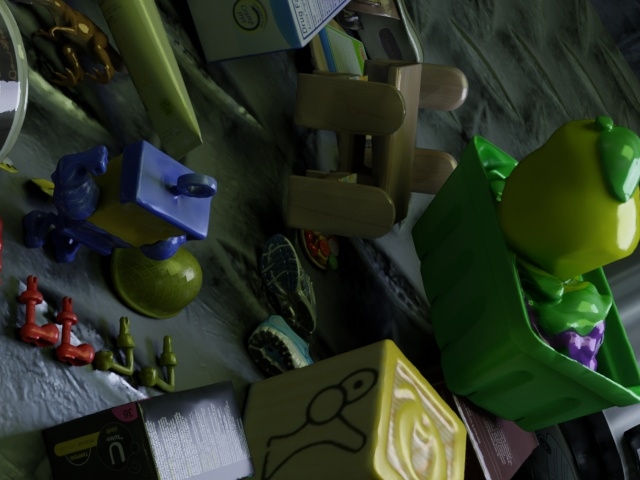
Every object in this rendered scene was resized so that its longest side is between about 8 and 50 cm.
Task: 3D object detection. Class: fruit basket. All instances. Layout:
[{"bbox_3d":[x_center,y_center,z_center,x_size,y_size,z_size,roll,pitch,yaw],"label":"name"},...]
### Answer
[{"bbox_3d":[0.306,0.010,1.658,0.283,0.392,0.392,30,46,-33],"label":"fruit basket"}]

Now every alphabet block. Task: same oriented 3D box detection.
[{"bbox_3d":[0.035,0.259,1.496,0.193,0.197,0.192,49,35,-34],"label":"alphabet block"}]

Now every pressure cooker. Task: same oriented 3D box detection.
[{"bbox_3d":[0.414,0.216,1.980,0.370,0.420,0.375,66,-11,-4],"label":"pressure cooker"}]

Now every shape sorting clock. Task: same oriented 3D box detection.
[{"bbox_3d":[0.036,-0.250,2.000,0.206,0.040,0.206,42,36,-40],"label":"shape sorting clock"}]

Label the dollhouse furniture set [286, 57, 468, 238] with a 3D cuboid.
[{"bbox_3d":[0.146,-0.211,1.756,0.362,0.256,0.394,-28,125,-68],"label":"dollhouse furniture set"}]

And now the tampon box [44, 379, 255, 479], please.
[{"bbox_3d":[-0.162,0.206,1.264,0.161,0.120,0.101,-2,74,-61],"label":"tampon box"}]

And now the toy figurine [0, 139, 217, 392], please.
[{"bbox_3d":[-0.173,0.004,1.278,0.362,0.217,0.191,34,44,-47],"label":"toy figurine"}]

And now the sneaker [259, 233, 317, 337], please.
[{"bbox_3d":[-0.038,0.056,1.671,0.058,0.052,0.135,-34,110,-71],"label":"sneaker"}]

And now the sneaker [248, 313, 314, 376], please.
[{"bbox_3d":[-0.023,0.155,1.608,0.162,0.063,0.073,58,27,-22],"label":"sneaker"}]

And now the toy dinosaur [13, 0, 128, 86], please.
[{"bbox_3d":[-0.251,-0.215,1.449,0.211,0.064,0.112,40,39,-44],"label":"toy dinosaur"}]

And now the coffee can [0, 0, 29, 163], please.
[{"bbox_3d":[-0.389,-0.121,0.996,0.275,0.201,0.201,-21,90,-62],"label":"coffee can"}]

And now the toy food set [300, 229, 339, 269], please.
[{"bbox_3d":[0.000,0.000,1.793,0.082,0.020,0.083,43,37,-40],"label":"toy food set"}]

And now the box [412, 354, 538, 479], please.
[{"bbox_3d":[0.166,0.255,1.759,0.203,0.168,0.167,-25,93,-61],"label":"box"}]

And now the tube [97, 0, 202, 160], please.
[{"bbox_3d":[-0.192,-0.207,1.447,0.070,0.062,0.240,-25,93,-78],"label":"tube"}]

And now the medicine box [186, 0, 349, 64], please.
[{"bbox_3d":[-0.077,-0.413,1.742,0.289,0.149,0.263,-54,132,-57],"label":"medicine box"}]

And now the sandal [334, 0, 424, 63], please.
[{"bbox_3d":[0.072,-0.370,2.074,0.303,0.120,0.086,56,44,-24],"label":"sandal"}]
